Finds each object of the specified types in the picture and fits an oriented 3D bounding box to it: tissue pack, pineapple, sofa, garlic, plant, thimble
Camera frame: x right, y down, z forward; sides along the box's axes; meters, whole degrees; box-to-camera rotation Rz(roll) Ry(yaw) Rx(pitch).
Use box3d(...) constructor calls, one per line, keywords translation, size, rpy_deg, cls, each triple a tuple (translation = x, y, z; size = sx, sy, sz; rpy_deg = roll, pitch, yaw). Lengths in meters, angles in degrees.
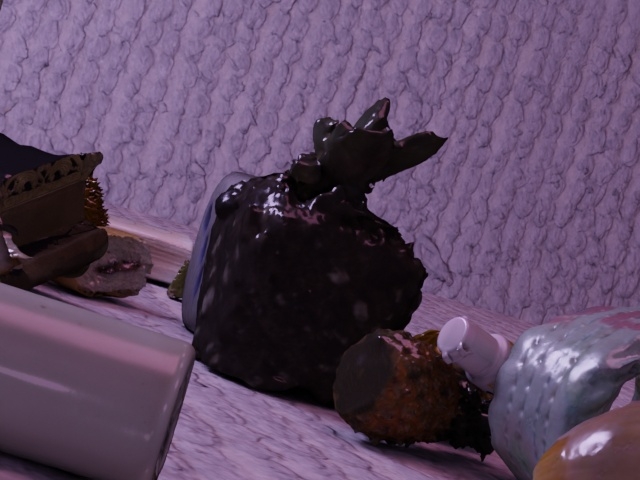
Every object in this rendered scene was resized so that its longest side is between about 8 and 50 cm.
box3d(translation=(-0.339, -0.014, 2.443), size=(0.325, 0.071, 0.170), rpy_deg=(16, 4, -10), cls="tissue pack")
box3d(translation=(0.101, 0.154, 1.626), size=(0.197, 0.108, 0.108), rpy_deg=(29, -6, -38), cls="pineapple")
box3d(translation=(-0.380, -0.021, 1.871), size=(0.258, 0.182, 0.200), rpy_deg=(18, 21, 22), cls="sofa")
box3d(translation=(0.288, 0.213, 1.384), size=(0.245, 0.145, 0.164), rpy_deg=(18, -29, -16), cls="garlic")
box3d(translation=(0.000, 0.000, 1.785), size=(0.213, 0.312, 0.215), rpy_deg=(12, 7, -18), cls="plant")
box3d(translation=(0.264, 0.146, 1.539), size=(0.185, 0.211, 0.149), rpy_deg=(48, -14, -25), cls="thimble")

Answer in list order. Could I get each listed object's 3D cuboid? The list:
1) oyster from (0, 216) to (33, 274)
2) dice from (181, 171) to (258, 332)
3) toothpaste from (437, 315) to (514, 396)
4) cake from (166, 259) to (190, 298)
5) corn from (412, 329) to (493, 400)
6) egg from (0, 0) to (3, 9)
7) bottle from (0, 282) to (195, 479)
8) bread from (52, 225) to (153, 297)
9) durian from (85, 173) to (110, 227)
box3d(translation=(-0.376, -0.009, 1.523), size=(0.197, 0.133, 0.337), rpy_deg=(20, 6, 11), cls="oyster")
box3d(translation=(-0.046, 0.033, 2.032), size=(0.194, 0.193, 0.192), rpy_deg=(15, 4, -10), cls="dice")
box3d(translation=(0.227, 0.160, 1.645), size=(0.314, 0.056, 0.058), rpy_deg=(36, 37, -30), cls="toothpaste")
box3d(translation=(-0.128, 0.069, 2.297), size=(0.140, 0.055, 0.051), rpy_deg=(18, -4, -4), cls="cake")
box3d(translation=(0.132, 0.142, 1.860), size=(0.106, 0.106, 0.305), rpy_deg=(17, 2, -1), cls="corn")
box3d(translation=(-0.533, -0.249, 2.044), size=(0.337, 0.201, 0.337), rpy_deg=(-1, -16, 0), cls="egg")
box3d(translation=(-0.208, 0.078, 1.107), size=(0.245, 0.104, 0.104), rpy_deg=(17, 3, 0), cls="bottle")
box3d(translation=(-0.268, 0.025, 2.058), size=(0.125, 0.082, 0.106), rpy_deg=(0, 3, -43), cls="bread")
box3d(translation=(-0.351, -0.039, 2.271), size=(0.168, 0.137, 0.158), rpy_deg=(19, -12, -10), cls="durian")
